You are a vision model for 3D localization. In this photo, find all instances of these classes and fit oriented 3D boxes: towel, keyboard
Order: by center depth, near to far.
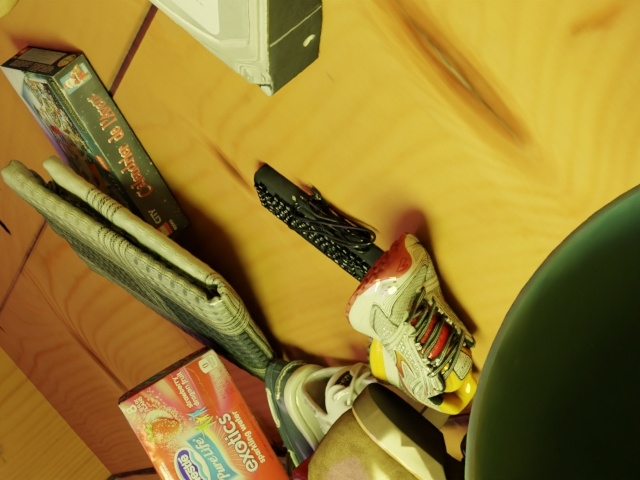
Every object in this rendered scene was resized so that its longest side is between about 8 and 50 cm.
[{"bbox_3d":[0.000,0.000,1.173,0.192,0.038,0.100,36,156,27],"label":"keyboard"},{"bbox_3d":[-0.192,0.034,1.507,0.324,0.056,0.312,30,167,22],"label":"towel"}]

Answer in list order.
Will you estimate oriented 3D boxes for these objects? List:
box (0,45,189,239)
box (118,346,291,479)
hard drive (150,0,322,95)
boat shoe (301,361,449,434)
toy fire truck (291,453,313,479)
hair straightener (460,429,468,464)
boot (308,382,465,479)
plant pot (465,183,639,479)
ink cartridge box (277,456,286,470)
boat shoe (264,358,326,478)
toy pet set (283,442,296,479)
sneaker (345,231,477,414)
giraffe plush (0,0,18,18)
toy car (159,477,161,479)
[{"bbox_3d":[-0.256,-0.108,1.477,0.159,0.044,0.233,17,143,54],"label":"box"},{"bbox_3d":[-0.120,0.263,1.521,0.257,0.128,0.122,60,170,-2],"label":"box"},{"bbox_3d":[-0.098,-0.269,0.860,0.237,0.064,0.339,41,157,18],"label":"hard drive"},{"bbox_3d":[0.041,0.167,1.303,0.084,0.095,0.258,47,159,-10],"label":"boat shoe"},{"bbox_3d":[0.090,0.355,1.366,0.302,0.169,0.254,22,136,45],"label":"toy fire truck"},{"bbox_3d":[0.207,0.253,1.223,0.089,0.047,0.230,-17,109,44],"label":"hair straightener"},{"bbox_3d":[0.120,0.268,1.152,0.305,0.115,0.112,42,-168,3],"label":"boot"},{"bbox_3d":[0.234,0.133,0.624,0.293,0.293,0.235,37,173,27],"label":"plant pot"},{"bbox_3d":[-0.060,0.385,1.828,0.189,0.066,0.232,1,141,22],"label":"ink cartridge box"},{"bbox_3d":[0.006,0.245,1.510,0.079,0.095,0.255,14,139,54],"label":"boat shoe"},{"bbox_3d":[-0.009,0.239,1.598,0.122,0.065,0.114,106,164,-65],"label":"toy pet set"},{"bbox_3d":[0.088,0.072,1.078,0.092,0.088,0.225,32,163,28],"label":"sneaker"},{"bbox_3d":[-0.392,-0.311,1.263,0.210,0.181,0.170,52,-177,-40],"label":"giraffe plush"},{"bbox_3d":[-0.143,0.355,1.966,0.182,0.159,0.136,34,-169,35],"label":"toy car"}]
